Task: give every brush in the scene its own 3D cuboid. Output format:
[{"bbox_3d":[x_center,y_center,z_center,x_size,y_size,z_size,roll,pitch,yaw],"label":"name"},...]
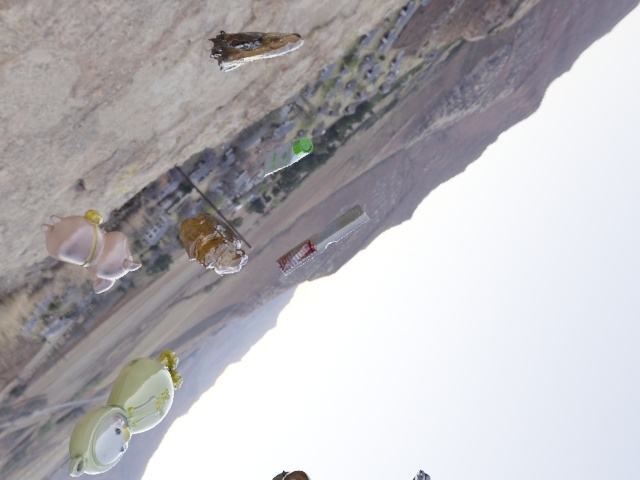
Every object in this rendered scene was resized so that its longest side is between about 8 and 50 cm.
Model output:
[{"bbox_3d":[0.000,0.000,1.285,0.321,0.060,0.050,-34,175,9],"label":"brush"}]

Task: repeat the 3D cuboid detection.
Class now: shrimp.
[{"bbox_3d":[-0.185,-0.472,1.046,0.178,0.289,0.075,-60,154,-48],"label":"shrimp"}]

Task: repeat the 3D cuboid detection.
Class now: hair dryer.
[{"bbox_3d":[0.283,0.741,1.223,0.195,0.075,0.219,-51,145,-46],"label":"hair dryer"}]

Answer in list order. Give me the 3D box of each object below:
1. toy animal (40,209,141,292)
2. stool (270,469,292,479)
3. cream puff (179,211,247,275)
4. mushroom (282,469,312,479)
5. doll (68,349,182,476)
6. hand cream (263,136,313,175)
[{"bbox_3d":[-0.637,0.014,1.155,0.165,0.248,0.149,-27,-143,27],"label":"toy animal"},{"bbox_3d":[-0.103,0.948,1.492,0.153,0.228,0.139,-35,-179,-5],"label":"stool"},{"bbox_3d":[-0.384,0.005,1.480,0.155,0.269,0.241,-50,150,4],"label":"cream puff"},{"bbox_3d":[-0.053,0.631,1.023,0.123,0.123,0.052,-45,138,19],"label":"mushroom"},{"bbox_3d":[-0.356,0.320,0.782,0.296,0.117,0.141,-81,171,-73],"label":"doll"},{"bbox_3d":[-0.116,-0.270,1.322,0.275,0.050,0.079,-6,-130,56],"label":"hand cream"}]
